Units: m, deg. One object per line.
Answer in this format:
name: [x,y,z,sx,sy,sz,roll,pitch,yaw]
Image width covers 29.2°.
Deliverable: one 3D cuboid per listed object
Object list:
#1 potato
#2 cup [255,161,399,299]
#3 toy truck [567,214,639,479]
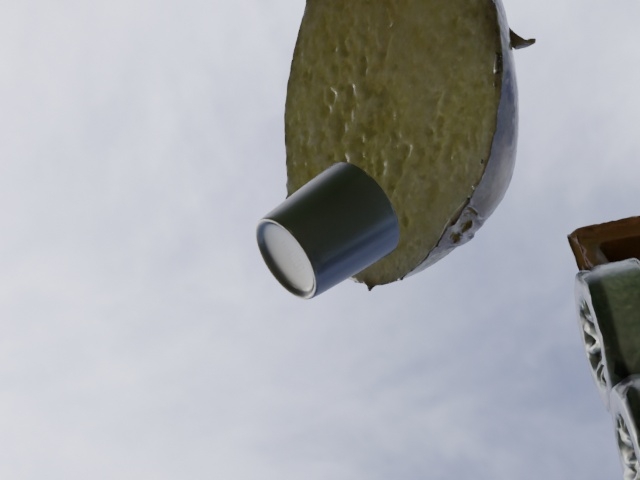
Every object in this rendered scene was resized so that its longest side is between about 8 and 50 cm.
potato: [0.085,-0.109,0.989,0.239,0.116,0.299,8,-85,53]
cup: [0.000,0.000,0.892,0.077,0.100,0.078,-34,-103,-27]
toy truck: [0.226,0.157,0.490,0.173,0.207,0.387,-12,-141,4]
